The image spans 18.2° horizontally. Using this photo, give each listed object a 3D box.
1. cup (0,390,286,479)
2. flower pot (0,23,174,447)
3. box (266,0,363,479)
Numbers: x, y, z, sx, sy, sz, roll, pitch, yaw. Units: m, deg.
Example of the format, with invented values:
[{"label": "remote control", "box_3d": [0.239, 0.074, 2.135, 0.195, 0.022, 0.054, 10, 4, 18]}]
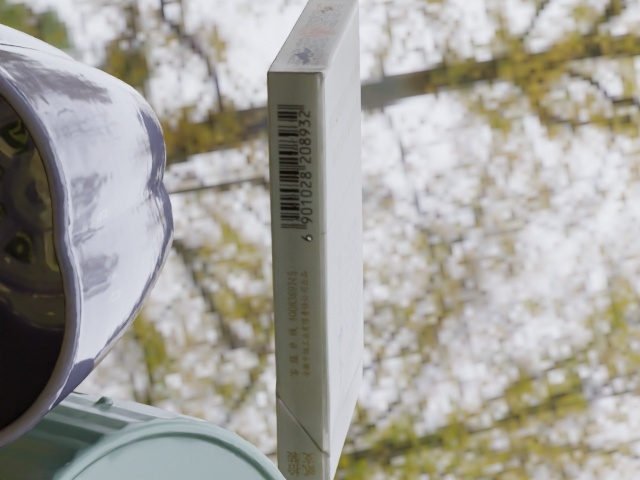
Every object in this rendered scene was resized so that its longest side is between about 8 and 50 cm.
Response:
[{"label": "cup", "box_3d": [-0.190, 0.224, 1.389, 0.392, 0.401, 0.310, 1, -72, 49]}, {"label": "flower pot", "box_3d": [-0.212, -0.010, 1.126, 0.243, 0.265, 0.265, -33, 117, -72]}, {"label": "box", "box_3d": [-0.001, 0.000, 1.665, 0.204, 0.051, 0.365, -69, 159, -66]}]
